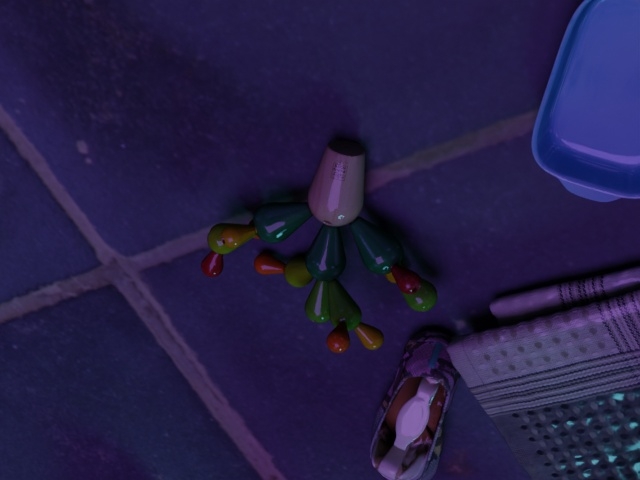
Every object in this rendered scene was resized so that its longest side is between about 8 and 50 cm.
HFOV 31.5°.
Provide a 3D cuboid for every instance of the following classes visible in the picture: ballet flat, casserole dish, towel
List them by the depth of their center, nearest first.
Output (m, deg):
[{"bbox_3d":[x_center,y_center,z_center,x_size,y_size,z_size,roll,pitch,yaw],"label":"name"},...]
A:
[{"bbox_3d":[0.232,-0.114,0.865,0.114,0.037,0.188,18,129,9],"label":"casserole dish"},{"bbox_3d":[0.315,0.152,1.030,0.324,0.056,0.312,-19,119,29],"label":"towel"},{"bbox_3d":[0.087,0.185,1.116,0.077,0.079,0.221,21,130,11],"label":"ballet flat"}]

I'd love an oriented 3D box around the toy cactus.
[{"bbox_3d":[0.000,0.000,1.011,0.219,0.112,0.180,20,120,17],"label":"toy cactus"}]
